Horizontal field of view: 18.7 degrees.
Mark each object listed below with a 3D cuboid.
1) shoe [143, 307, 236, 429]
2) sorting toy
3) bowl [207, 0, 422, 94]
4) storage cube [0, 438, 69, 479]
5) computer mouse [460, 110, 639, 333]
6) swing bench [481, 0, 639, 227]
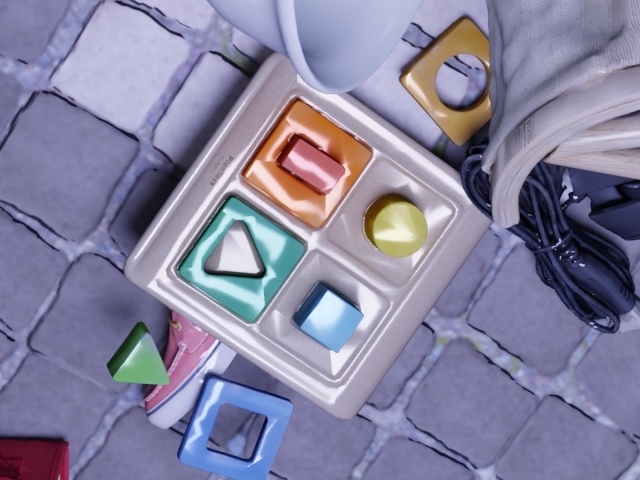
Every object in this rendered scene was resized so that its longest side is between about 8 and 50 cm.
[{"bbox_3d":[-0.083,0.039,1.313,0.081,0.063,0.178,36,101,-12],"label":"shoe"},{"bbox_3d":[0.000,0.000,1.260,0.196,0.047,0.347,34,92,-18],"label":"sorting toy"},{"bbox_3d":[-0.011,-0.243,1.117,0.134,0.298,0.297,19,111,18],"label":"bowl"},{"bbox_3d":[-0.274,0.255,1.316,0.193,0.183,0.215,3,111,-1],"label":"storage cube"},{"bbox_3d":[0.245,-0.057,1.259,0.272,0.072,0.188,-37,123,9],"label":"computer mouse"},{"bbox_3d":[0.220,-0.153,1.122,0.255,0.253,0.165,1,152,-2],"label":"swing bench"}]
